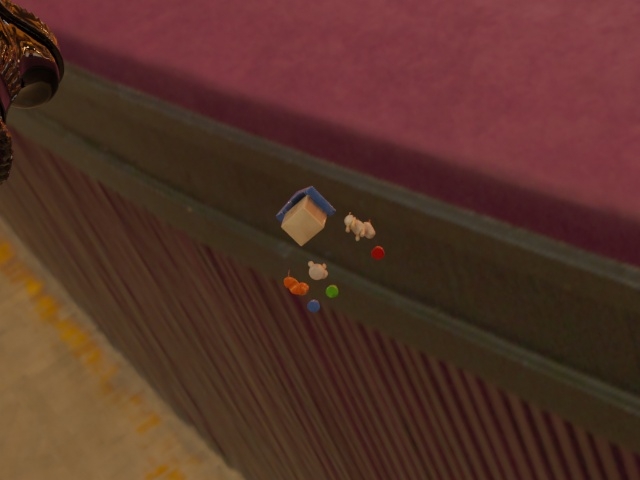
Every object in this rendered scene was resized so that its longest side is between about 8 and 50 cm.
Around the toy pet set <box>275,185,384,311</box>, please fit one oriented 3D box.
[{"bbox_3d":[0.000,0.000,1.372,0.122,0.114,0.065,-39,15,22],"label":"toy pet set"}]

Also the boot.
[{"bbox_3d":[-0.420,-0.177,1.479,0.131,0.348,0.260,-18,71,9],"label":"boot"}]
